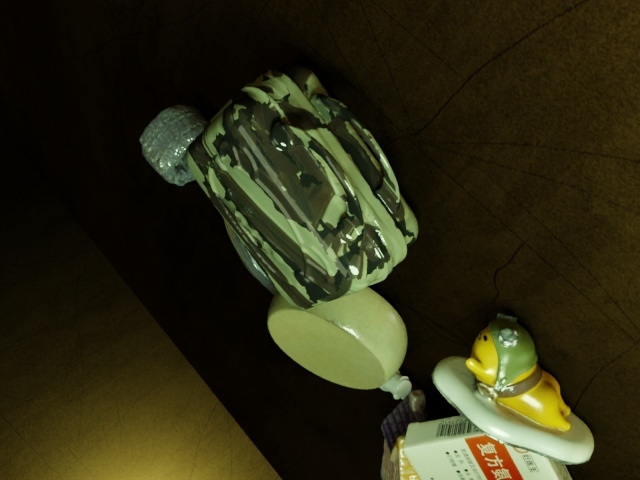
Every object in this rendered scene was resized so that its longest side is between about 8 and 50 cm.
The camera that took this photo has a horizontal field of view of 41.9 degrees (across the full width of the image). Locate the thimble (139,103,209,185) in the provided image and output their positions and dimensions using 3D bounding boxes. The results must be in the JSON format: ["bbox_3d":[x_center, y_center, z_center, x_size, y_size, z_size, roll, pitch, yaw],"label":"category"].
[{"bbox_3d":[-0.275,-0.189,1.657,0.098,0.150,0.150,48,158,19],"label":"thimble"}]

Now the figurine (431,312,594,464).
[{"bbox_3d":[0.298,0.195,1.193,0.250,0.166,0.141,24,114,6],"label":"figurine"}]

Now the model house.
[{"bbox_3d":[0.225,0.414,1.553,0.237,0.203,0.237,-100,9,-63],"label":"model house"}]

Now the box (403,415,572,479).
[{"bbox_3d":[0.307,0.425,1.370,0.214,0.069,0.353,-17,119,27],"label":"box"}]

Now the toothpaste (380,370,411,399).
[{"bbox_3d":[0.081,0.245,1.745,0.314,0.056,0.058,26,106,54],"label":"toothpaste"}]

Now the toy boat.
[{"bbox_3d":[-0.133,0.009,1.730,0.293,0.111,0.276,22,144,58],"label":"toy boat"}]

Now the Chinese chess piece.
[{"bbox_3d":[0.030,0.166,1.549,0.273,0.102,0.273,22,149,14],"label":"Chinese chess piece"}]

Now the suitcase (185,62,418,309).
[{"bbox_3d":[-0.011,-0.081,1.240,0.351,0.194,0.339,53,152,-5],"label":"suitcase"}]
